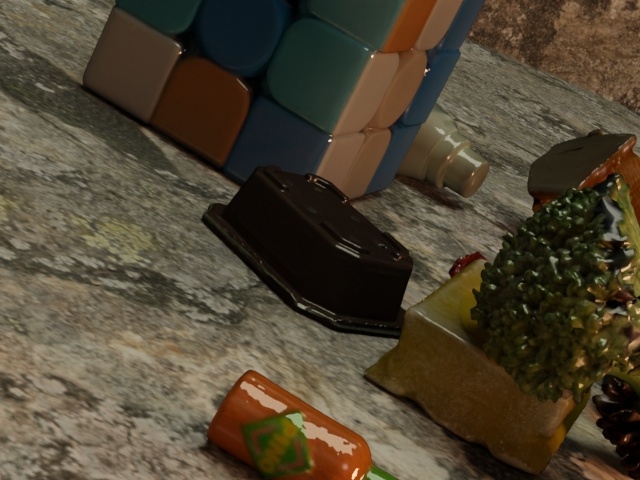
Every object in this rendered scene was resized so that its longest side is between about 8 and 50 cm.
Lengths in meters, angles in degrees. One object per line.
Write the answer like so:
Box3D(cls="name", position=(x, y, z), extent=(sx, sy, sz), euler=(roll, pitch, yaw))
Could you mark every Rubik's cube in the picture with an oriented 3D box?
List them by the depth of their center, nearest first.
Box3D(cls="Rubik's cube", position=(-0.032, -0.270, 1.999), extent=(0.346, 0.344, 0.347), euler=(32, 18, 16))

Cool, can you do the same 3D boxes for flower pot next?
Box3D(cls="flower pot", position=(0.000, 0.000, 1.689), extent=(0.179, 0.084, 0.251), euler=(11, 23, -45))

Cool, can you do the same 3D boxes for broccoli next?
Box3D(cls="broccoli", position=(0.236, 0.084, 1.464), extent=(0.242, 0.180, 0.273), euler=(-69, 141, -64))

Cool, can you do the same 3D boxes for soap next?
Box3D(cls="soap", position=(0.187, 0.120, 1.615), extent=(0.199, 0.091, 0.315), euler=(30, 16, 13))

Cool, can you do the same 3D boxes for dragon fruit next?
Box3D(cls="dragon fruit", position=(0.181, 0.053, 1.900), extent=(0.097, 0.063, 0.131), euler=(56, 0, -31))

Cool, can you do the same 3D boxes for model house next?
Box3D(cls="model house", position=(0.416, -0.028, 2.306), extent=(0.199, 0.219, 0.229), euler=(-9, -69, 61))

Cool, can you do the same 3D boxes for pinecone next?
Box3D(cls="pinecone", position=(0.356, 0.177, 1.586), extent=(0.173, 0.173, 0.173), euler=(25, 17, -8))

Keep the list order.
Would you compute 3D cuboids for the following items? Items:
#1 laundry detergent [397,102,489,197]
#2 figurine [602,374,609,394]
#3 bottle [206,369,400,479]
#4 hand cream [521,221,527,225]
Box3D(cls="laundry detergent", position=(0.085, -0.197, 2.350), extent=(0.398, 0.125, 0.264), euler=(35, 17, 21))
Box3D(cls="figurine", position=(0.426, 0.173, 1.778), extent=(0.180, 0.154, 0.262), euler=(43, 38, 17))
Box3D(cls="bottle", position=(0.006, 0.172, 1.209), extent=(0.187, 0.069, 0.069), euler=(29, 17, 8))
Box3D(cls="hand cream", position=(0.336, -0.009, 2.353), extent=(0.102, 0.022, 0.035), euler=(18, 14, -44))
